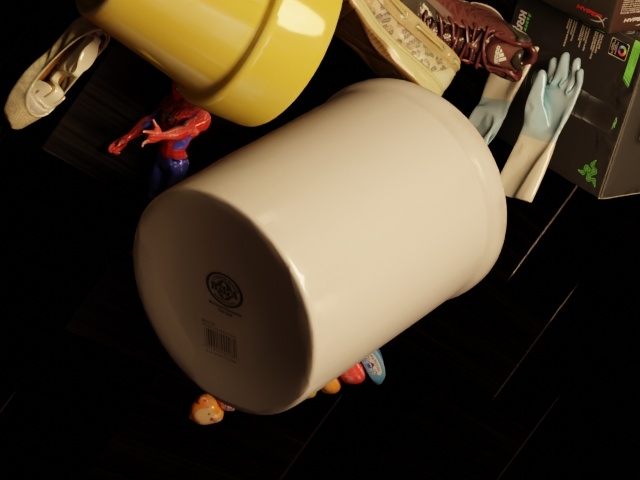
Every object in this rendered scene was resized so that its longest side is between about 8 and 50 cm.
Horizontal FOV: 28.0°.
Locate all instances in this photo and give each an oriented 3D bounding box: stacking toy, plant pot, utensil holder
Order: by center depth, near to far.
[{"bbox_3d":[-0.138,-0.288,1.468,0.239,0.254,0.254,20,104,-32],"label":"plant pot"},{"bbox_3d":[0.000,0.000,1.647,0.385,0.327,0.328,-31,136,-43],"label":"utensil holder"},{"bbox_3d":[-0.067,0.197,1.950,0.301,0.166,0.175,-30,140,-2],"label":"stacking toy"}]

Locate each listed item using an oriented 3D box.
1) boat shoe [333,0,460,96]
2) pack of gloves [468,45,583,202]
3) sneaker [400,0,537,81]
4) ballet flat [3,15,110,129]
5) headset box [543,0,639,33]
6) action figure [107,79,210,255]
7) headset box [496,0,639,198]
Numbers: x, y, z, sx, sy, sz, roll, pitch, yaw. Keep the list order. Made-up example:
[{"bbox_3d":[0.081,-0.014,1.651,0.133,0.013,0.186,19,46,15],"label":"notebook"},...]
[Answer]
[{"bbox_3d":[0.075,-0.299,1.706,0.285,0.104,0.089,46,72,-27],"label":"boat shoe"},{"bbox_3d":[0.279,-0.188,1.900,0.046,0.195,0.232,26,87,-39],"label":"pack of gloves"},{"bbox_3d":[0.204,-0.291,1.811,0.281,0.162,0.106,-2,119,-40],"label":"sneaker"},{"bbox_3d":[-0.310,-0.195,1.506,0.168,0.052,0.057,-53,139,2],"label":"ballet flat"},{"bbox_3d":[0.405,-0.472,1.821,0.110,0.218,0.293,-13,127,-35],"label":"headset box"},{"bbox_3d":[-0.217,-0.085,1.634,0.139,0.091,0.280,-16,128,-47],"label":"action figure"},{"bbox_3d":[0.413,-0.227,1.953,0.131,0.283,0.246,-9,124,-38],"label":"headset box"}]
